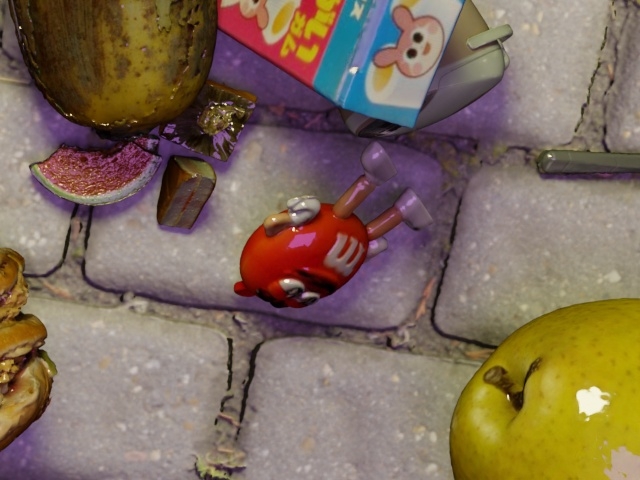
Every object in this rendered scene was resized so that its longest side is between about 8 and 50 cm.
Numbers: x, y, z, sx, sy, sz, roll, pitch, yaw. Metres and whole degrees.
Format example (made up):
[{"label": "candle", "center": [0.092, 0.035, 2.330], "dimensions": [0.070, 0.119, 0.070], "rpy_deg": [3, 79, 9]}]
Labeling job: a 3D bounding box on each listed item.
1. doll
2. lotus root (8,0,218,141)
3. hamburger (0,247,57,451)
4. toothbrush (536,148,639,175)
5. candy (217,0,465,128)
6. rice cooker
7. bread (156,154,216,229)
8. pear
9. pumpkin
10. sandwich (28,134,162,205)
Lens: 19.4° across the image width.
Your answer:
[{"label": "doll", "center": [0.000, 0.000, 1.918], "dimensions": [0.217, 0.085, 0.183], "rpy_deg": [-31, 145, 7]}, {"label": "lotus root", "center": [-0.197, -0.287, 1.752], "dimensions": [0.195, 0.179, 0.397], "rpy_deg": [-4, 112, 8]}, {"label": "hamburger", "center": [-0.379, 0.119, 1.825], "dimensions": [0.245, 0.260, 0.211], "rpy_deg": [-24, 98, -50]}, {"label": "toothbrush", "center": [0.376, -0.083, 2.029], "dimensions": [0.297, 0.030, 0.030], "rpy_deg": [0, 116, -12]}, {"label": "candy", "center": [0.005, -0.231, 1.747], "dimensions": [0.100, 0.306, 0.157], "rpy_deg": [15, 103, -34]}, {"label": "rice cooker", "center": [0.095, -0.177, 1.857], "dimensions": [0.206, 0.145, 0.127], "rpy_deg": [-33, 92, -44]}, {"label": "bread", "center": [-0.136, -0.061, 1.908], "dimensions": [0.043, 0.109, 0.062], "rpy_deg": [7, 62, -19]}, {"label": "pear", "center": [0.334, 0.242, 1.954], "dimensions": [0.418, 0.362, 0.362], "rpy_deg": [27, 99, -24]}, {"label": "pumpkin", "center": [-0.113, -0.124, 1.893], "dimensions": [0.083, 0.054, 0.074], "rpy_deg": [20, 106, -23]}, {"label": "sandwich", "center": [-0.226, -0.070, 1.896], "dimensions": [0.135, 0.029, 0.067], "rpy_deg": [-6, 102, -10]}]
